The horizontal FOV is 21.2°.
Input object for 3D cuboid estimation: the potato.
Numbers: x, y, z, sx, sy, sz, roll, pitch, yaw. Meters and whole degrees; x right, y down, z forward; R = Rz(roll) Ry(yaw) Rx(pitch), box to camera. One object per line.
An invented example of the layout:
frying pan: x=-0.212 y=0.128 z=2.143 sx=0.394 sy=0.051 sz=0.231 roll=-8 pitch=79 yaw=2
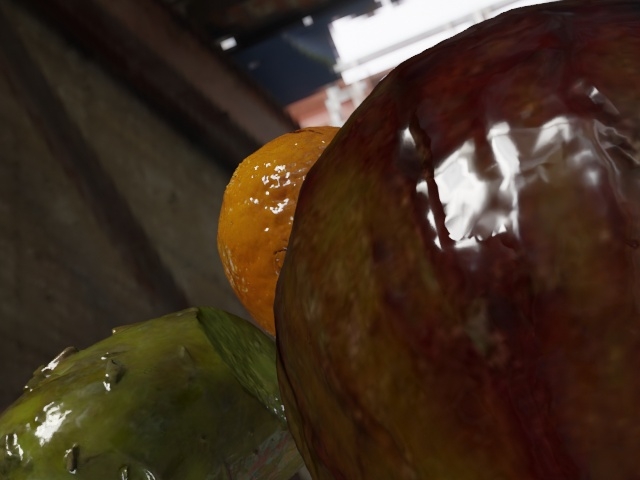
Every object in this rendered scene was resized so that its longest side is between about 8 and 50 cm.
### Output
potato: x=-0.101 y=0.123 z=1.107 sx=0.141 sy=0.176 sz=0.298 roll=55 pitch=-147 yaw=9

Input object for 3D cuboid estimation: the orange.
orange: x=0.000 y=0.000 z=1.458 sx=0.193 sy=0.161 sz=0.193 roll=8 pitch=-102 yaw=-38

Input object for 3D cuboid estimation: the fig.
fig: x=0.103 y=0.086 z=0.449 sx=0.217 sy=0.217 sz=0.320 roll=46 pitch=-153 yaw=-44
